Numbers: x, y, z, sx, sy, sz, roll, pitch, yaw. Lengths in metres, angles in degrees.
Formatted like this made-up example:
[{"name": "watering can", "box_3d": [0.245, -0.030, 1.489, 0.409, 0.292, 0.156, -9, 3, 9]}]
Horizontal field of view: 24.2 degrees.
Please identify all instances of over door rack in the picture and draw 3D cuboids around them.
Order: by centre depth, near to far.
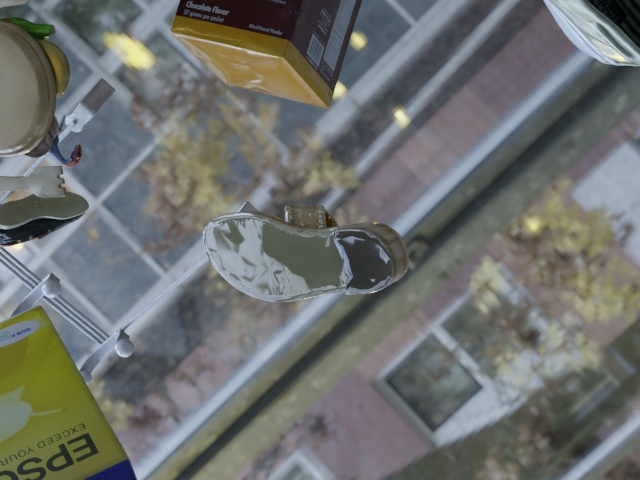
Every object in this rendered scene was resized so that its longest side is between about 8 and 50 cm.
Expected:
[{"name": "over door rack", "box_3d": [-0.269, 0.007, 1.708, 0.239, 0.324, 0.108, 41, -151, -12]}]

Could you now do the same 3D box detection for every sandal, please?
[{"name": "sandal", "box_3d": [0.001, 0.006, 1.387, 0.079, 0.240, 0.088, -24, -71, -43]}]

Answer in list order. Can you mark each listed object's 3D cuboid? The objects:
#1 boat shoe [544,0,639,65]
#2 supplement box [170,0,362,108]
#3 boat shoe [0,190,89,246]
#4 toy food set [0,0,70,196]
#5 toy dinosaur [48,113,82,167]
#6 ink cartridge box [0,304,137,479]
[{"name": "boat shoe", "box_3d": [0.197, -0.250, 1.199, 0.302, 0.109, 0.094, 39, 175, -32]}, {"name": "supplement box", "box_3d": [-0.044, -0.270, 1.589, 0.129, 0.194, 0.191, 15, 173, 17]}, {"name": "boat shoe", "box_3d": [-0.333, -0.026, 1.749, 0.133, 0.042, 0.049, -18, -127, -40]}, {"name": "toy food set", "box_3d": [-0.276, -0.135, 1.317, 0.038, 0.132, 0.192, -27, -66, -60]}, {"name": "toy dinosaur", "box_3d": [-0.281, -0.109, 1.539, 0.082, 0.047, 0.090, 54, 168, -10]}, {"name": "ink cartridge box", "box_3d": [-0.312, 0.218, 1.224, 0.307, 0.304, 0.072, 47, 156, 47]}]
